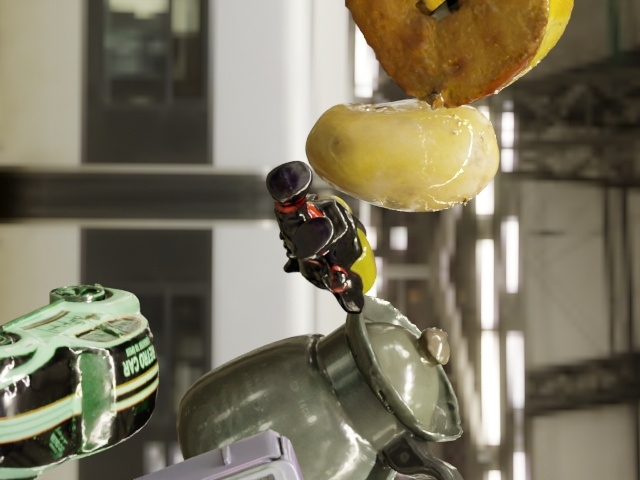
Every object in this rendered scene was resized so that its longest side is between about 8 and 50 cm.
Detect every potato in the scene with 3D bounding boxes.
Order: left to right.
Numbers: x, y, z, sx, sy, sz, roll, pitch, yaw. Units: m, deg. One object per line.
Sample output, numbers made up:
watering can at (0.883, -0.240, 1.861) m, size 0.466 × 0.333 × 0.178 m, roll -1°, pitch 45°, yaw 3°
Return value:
potato at (0.098, -0.104, 2.408) m, size 0.150 × 0.234 × 0.146 m, roll 63°, pitch 26°, yaw -78°

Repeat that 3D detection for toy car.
toy car at (-0.224, 0.131, 1.772) m, size 0.306 × 0.125 × 0.136 m, roll -30°, pitch 122°, yaw -68°

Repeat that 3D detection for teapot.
teapot at (0.023, 0.199, 2.036) m, size 0.223 × 0.285 × 0.305 m, roll 42°, pitch 21°, yaw -30°

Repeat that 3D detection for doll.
doll at (0.003, 0.001, 1.857) m, size 0.249 × 0.088 × 0.127 m, roll 64°, pitch 27°, yaw -70°

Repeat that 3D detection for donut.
donut at (0.135, -0.253, 1.960) m, size 0.253 × 0.118 × 0.253 m, roll 23°, pitch -56°, yaw 39°

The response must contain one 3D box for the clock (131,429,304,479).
clock at (-0.093, 0.247, 1.558) m, size 0.073 × 0.193 × 0.145 m, roll -113°, pitch -177°, yaw -75°
